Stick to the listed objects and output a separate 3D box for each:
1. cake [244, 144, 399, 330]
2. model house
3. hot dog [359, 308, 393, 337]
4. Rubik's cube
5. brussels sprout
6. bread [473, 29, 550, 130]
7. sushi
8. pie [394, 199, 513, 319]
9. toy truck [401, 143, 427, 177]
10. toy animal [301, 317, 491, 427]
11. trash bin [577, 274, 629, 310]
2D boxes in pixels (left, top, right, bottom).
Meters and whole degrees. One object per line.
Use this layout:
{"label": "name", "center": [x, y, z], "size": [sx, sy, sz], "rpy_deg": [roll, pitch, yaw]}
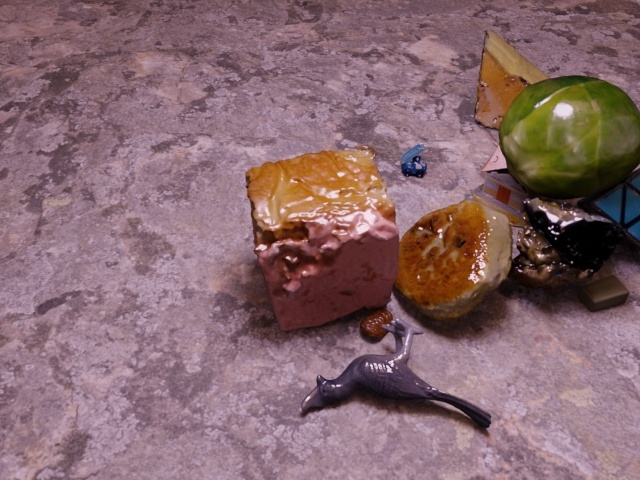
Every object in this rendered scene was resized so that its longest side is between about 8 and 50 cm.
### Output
{"label": "cake", "center": [0.000, 0.000, 1.471], "size": [0.313, 0.307, 0.293], "rpy_deg": [-8, 45, -9]}
{"label": "model house", "center": [0.531, -0.157, 1.769], "size": [0.219, 0.136, 0.207], "rpy_deg": [34, 50, 31]}
{"label": "hot dog", "center": [0.122, 0.183, 1.469], "size": [0.058, 0.035, 0.083], "rpy_deg": [31, 45, 27]}
{"label": "Rubik's cube", "center": [0.756, -0.081, 1.626], "size": [0.228, 0.229, 0.233], "rpy_deg": [5, 50, 15]}
{"label": "brussels sprout", "center": [0.568, -0.243, 1.573], "size": [0.289, 0.282, 0.354], "rpy_deg": [-20, 10, -8]}
{"label": "bread", "center": [0.630, -0.499, 2.057], "size": [0.315, 0.279, 0.248], "rpy_deg": [-1, 34, 16]}
{"label": "sushi", "center": [0.536, 0.022, 1.515], "size": [0.238, 0.219, 0.225], "rpy_deg": [18, 13, -24]}
{"label": "pie", "center": [0.287, 0.033, 1.513], "size": [0.315, 0.092, 0.315], "rpy_deg": [-27, 39, 24]}
{"label": "toy truck", "center": [0.265, -0.228, 1.876], "size": [0.073, 0.090, 0.056], "rpy_deg": [5, 43, 4]}
{"label": "toy animal", "center": [0.154, 0.259, 1.346], "size": [0.366, 0.081, 0.206], "rpy_deg": [4, 61, 5]}
{"label": "trash bin", "center": [0.648, 0.122, 1.537], "size": [0.092, 0.043, 0.061], "rpy_deg": [-15, 45, -14]}
